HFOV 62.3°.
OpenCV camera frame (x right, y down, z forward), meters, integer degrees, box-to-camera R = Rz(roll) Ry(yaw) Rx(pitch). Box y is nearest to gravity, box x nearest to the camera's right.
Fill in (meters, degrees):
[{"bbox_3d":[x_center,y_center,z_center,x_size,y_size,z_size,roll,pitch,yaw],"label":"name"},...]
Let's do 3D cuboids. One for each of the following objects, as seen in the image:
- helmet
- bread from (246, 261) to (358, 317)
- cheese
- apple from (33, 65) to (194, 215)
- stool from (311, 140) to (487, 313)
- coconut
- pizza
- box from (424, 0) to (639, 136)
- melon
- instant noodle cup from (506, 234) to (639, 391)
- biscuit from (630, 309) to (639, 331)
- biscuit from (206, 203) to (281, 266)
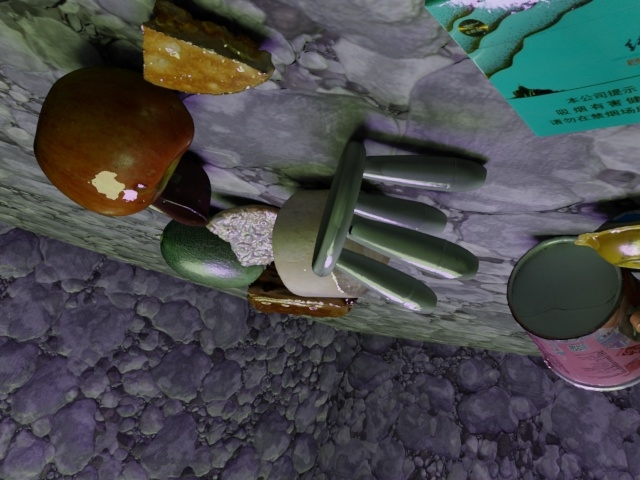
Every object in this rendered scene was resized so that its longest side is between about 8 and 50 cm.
[{"bbox_3d":[-0.273,-0.104,0.972,0.175,0.106,0.155,12,164,13],"label":"helmet"},{"bbox_3d":[-0.053,0.138,1.605,0.324,0.167,0.277,5,166,-3],"label":"bread"},{"bbox_3d":[0.506,0.001,0.740,0.270,0.069,0.177,2,166,18],"label":"cheese"},{"bbox_3d":[-0.272,-0.133,0.694,0.196,0.196,0.196,12,166,3],"label":"apple"},{"bbox_3d":[0.104,-0.021,0.750,0.198,0.195,0.195,16,153,-6],"label":"stool"},{"bbox_3d":[0.010,0.004,0.957,0.222,0.202,0.202,-2,160,37],"label":"coconut"},{"bbox_3d":[-0.132,-0.204,0.566,0.175,0.046,0.134,9,166,18],"label":"pizza"},{"bbox_3d":[0.212,-0.160,0.428,0.161,0.042,0.226,-2,160,43],"label":"box"},{"bbox_3d":[-0.271,0.021,1.314,0.287,0.182,0.182,17,166,-28],"label":"melon"},{"bbox_3d":[0.470,0.124,0.957,0.243,0.243,0.231,-1,154,44],"label":"instant noodle cup"},{"bbox_3d":[0.594,0.080,0.804,0.236,0.040,0.144,-12,142,-4],"label":"biscuit"},{"bbox_3d":[-0.134,-0.008,1.208,0.265,0.040,0.188,17,132,-27],"label":"biscuit"}]
